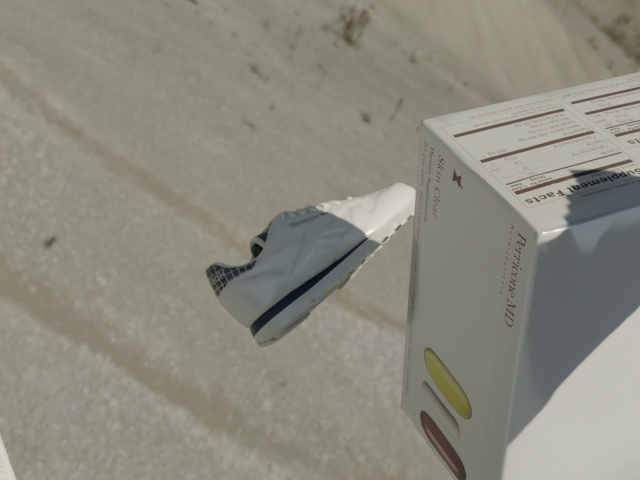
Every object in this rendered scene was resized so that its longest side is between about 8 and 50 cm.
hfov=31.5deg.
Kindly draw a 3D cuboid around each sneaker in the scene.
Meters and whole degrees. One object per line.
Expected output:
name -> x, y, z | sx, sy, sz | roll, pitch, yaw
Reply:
sneaker -> 0.000, 0.000, 1.092 | 0.235, 0.090, 0.095 | -37, 79, -30

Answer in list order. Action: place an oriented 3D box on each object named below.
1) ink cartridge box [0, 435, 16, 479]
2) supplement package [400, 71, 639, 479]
ink cartridge box -> -0.260, 0.117, 0.660 | 0.232, 0.066, 0.189 | 67, 13, 21
supplement package -> 0.182, 0.040, 0.795 | 0.204, 0.261, 0.145 | -15, 38, -21
